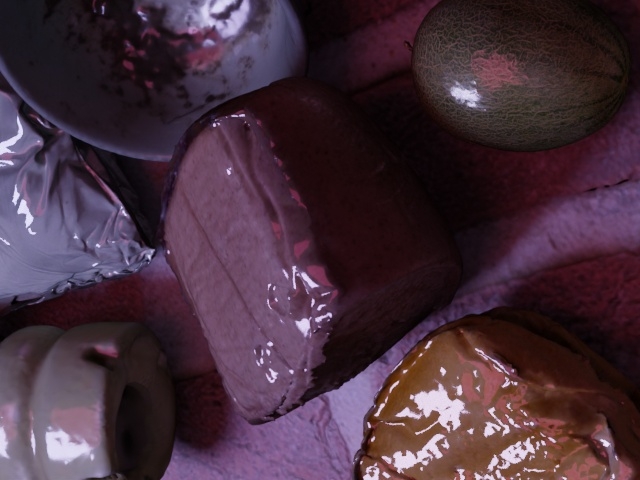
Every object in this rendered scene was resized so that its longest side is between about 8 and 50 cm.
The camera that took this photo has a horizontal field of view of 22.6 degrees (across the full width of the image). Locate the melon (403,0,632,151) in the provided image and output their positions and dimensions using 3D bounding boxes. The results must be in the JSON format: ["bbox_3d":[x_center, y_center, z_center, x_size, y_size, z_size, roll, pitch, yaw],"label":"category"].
[{"bbox_3d":[0.150,-0.138,1.260,0.192,0.139,0.139,11,108,28],"label":"melon"}]

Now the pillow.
[{"bbox_3d":[-0.315,-0.057,1.613,0.310,0.138,0.283,-15,101,39],"label":"pillow"}]

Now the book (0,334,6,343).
[{"bbox_3d":[-0.429,0.168,1.763,0.289,0.026,0.201,32,103,18],"label":"book"}]

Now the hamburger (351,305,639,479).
[{"bbox_3d":[0.172,0.200,1.327,0.283,0.144,0.259,49,120,20],"label":"hamburger"}]

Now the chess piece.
[{"bbox_3d":[-0.377,0.168,1.617,0.442,0.234,0.234,-1,101,19],"label":"chess piece"}]

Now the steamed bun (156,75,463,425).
[{"bbox_3d":[0.000,0.000,1.365,0.252,0.199,0.301,63,151,17],"label":"steamed bun"}]

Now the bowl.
[{"bbox_3d":[-0.142,-0.220,1.415,0.289,0.146,0.289,6,138,5],"label":"bowl"}]
